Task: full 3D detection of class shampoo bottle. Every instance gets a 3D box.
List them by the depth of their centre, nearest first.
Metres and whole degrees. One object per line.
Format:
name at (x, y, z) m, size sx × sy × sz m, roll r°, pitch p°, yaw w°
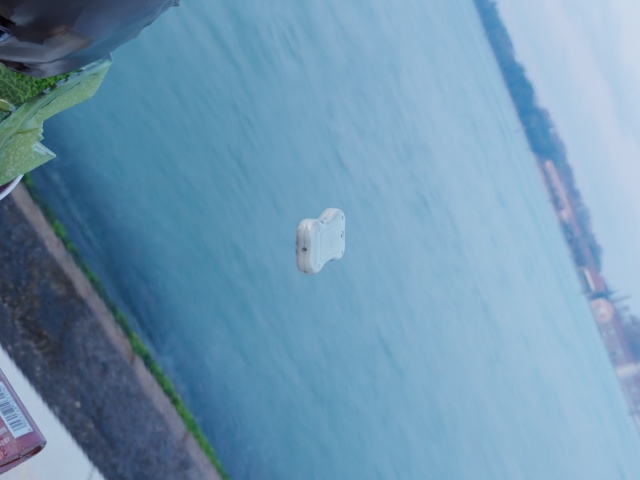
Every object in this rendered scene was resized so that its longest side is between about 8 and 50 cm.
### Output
shampoo bottle at (-0.548, 0.215, 1.430) m, size 0.118 × 0.076 × 0.314 m, roll -27°, pitch 74°, yaw -38°

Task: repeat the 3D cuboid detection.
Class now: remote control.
remote control at (0.000, 0.000, 1.233) m, size 0.122 × 0.032 × 0.074 m, roll -27°, pitch 120°, yaw -66°

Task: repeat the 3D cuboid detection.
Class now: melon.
melon at (-0.273, -0.119, 0.850) m, size 0.118 × 0.209 × 0.064 m, roll -28°, pitch 79°, yaw -42°

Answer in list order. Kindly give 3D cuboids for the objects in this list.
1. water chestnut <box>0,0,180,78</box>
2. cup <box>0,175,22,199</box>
water chestnut at (-0.217, -0.212, 0.519) m, size 0.335 × 0.335 × 0.347 m, roll 49°, pitch 56°, yaw -54°
cup at (-0.547, -0.185, 1.222) m, size 0.208 × 0.273 × 0.288 m, roll -55°, pitch 130°, yaw -19°
